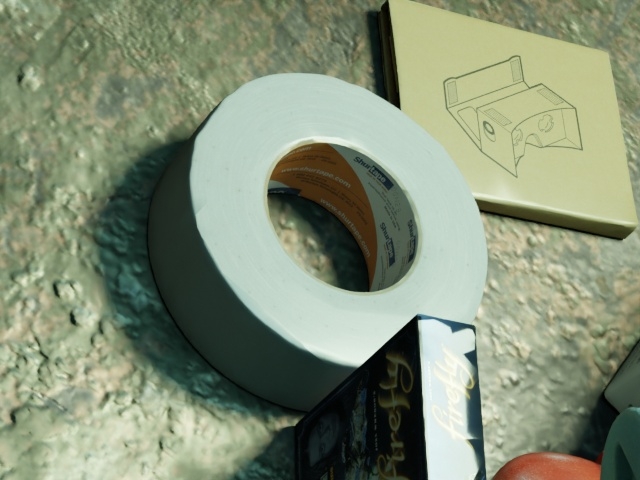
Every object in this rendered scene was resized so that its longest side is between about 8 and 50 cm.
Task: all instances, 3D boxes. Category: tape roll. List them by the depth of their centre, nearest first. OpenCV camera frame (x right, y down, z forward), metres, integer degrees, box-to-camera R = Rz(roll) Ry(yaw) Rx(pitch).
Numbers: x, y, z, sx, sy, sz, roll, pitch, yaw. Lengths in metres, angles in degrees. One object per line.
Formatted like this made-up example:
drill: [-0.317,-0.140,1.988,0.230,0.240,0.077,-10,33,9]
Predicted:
tape roll: [0.000,0.000,1.229,0.219,0.072,0.219,15,56,-23]

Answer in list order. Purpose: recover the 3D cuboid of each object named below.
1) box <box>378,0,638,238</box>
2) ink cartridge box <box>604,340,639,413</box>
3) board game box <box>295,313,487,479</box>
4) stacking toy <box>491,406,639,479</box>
box: [0.141,-0.091,1.401,0.201,0.021,0.164,11,57,-26]
ink cartridge box: [0.358,0.027,1.281,0.121,0.289,0.211,44,49,0]
board game box: [0.039,0.187,1.078,0.042,0.165,0.243,13,56,-23]
stacking toy: [0.185,0.235,1.084,0.130,0.309,0.280,-2,78,-9]
